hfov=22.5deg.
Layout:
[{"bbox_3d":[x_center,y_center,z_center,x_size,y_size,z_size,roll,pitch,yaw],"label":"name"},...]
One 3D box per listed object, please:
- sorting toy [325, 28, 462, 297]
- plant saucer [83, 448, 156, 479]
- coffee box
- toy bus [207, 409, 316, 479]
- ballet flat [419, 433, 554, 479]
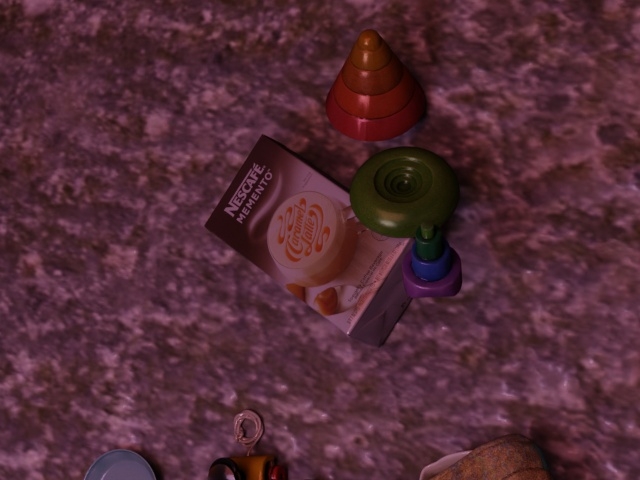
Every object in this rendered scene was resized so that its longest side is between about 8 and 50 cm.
[{"bbox_3d":[0.086,-0.106,1.824,0.127,0.126,0.365,-13,52,-3],"label":"sorting toy"},{"bbox_3d":[-0.251,0.325,2.048,0.119,0.021,0.119,-5,79,28],"label":"plant saucer"},{"bbox_3d":[0.000,0.000,1.929,0.246,0.098,0.141,35,95,29],"label":"coffee box"},{"bbox_3d":[-0.105,0.328,1.921,0.202,0.104,0.191,43,101,27],"label":"toy bus"},{"bbox_3d":[0.106,0.315,1.816,0.348,0.123,0.123,-28,68,22],"label":"ballet flat"}]
